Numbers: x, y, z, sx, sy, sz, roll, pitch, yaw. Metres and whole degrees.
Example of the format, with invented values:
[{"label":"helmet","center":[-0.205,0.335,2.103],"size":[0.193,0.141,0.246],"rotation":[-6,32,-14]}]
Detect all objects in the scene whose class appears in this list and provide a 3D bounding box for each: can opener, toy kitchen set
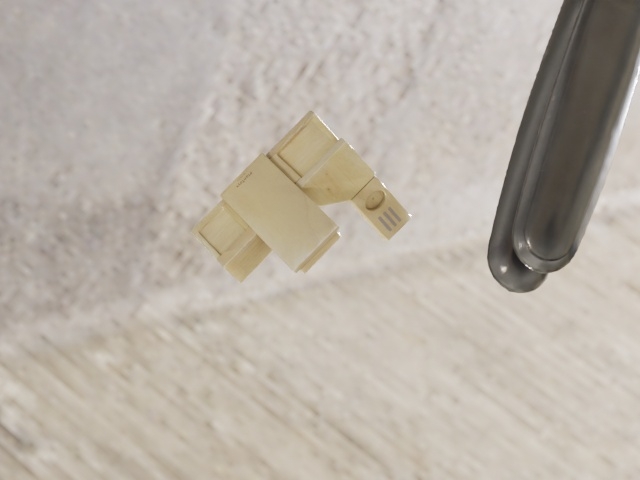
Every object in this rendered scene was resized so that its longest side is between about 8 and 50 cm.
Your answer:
[{"label":"can opener","center":[0.091,-0.069,0.665],"size":[0.059,0.073,0.186],"rotation":[101,5,-76]},{"label":"toy kitchen set","center":[0.000,0.000,0.952],"size":[0.083,0.068,0.075],"rotation":[-45,138,0]}]
